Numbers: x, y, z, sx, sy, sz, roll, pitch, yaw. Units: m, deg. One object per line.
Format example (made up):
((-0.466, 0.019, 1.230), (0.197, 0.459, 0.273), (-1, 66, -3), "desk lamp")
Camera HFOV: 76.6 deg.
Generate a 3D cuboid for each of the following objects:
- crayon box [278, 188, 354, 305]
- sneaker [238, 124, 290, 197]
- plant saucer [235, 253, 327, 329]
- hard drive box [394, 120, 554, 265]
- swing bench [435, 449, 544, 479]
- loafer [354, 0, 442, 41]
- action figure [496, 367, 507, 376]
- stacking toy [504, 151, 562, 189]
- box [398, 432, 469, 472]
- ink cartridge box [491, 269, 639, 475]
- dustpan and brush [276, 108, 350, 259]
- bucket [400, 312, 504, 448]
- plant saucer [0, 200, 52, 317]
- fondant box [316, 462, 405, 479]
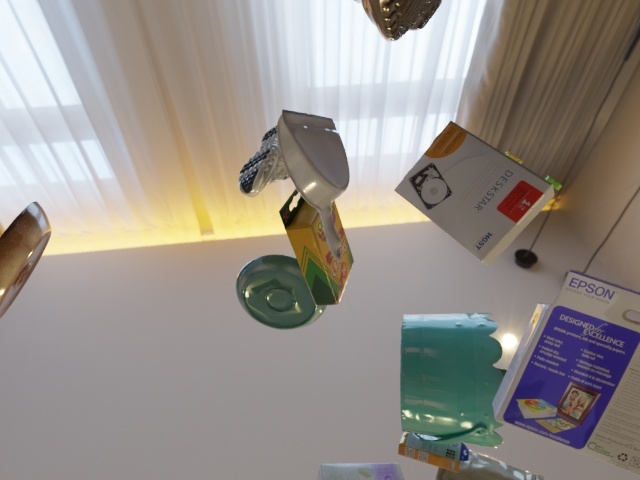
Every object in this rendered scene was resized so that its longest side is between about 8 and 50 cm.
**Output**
((0.000, 0.000, 1.142), (0.081, 0.318, 0.202), (-6, -146, 24), "crayon box")
((-0.115, -0.197, 1.049), (0.110, 0.118, 0.292), (-19, -147, 34), "sneaker")
((-0.132, 0.189, 1.347), (0.317, 0.317, 0.044), (3, -148, 5), "plant saucer")
((0.296, -0.094, 0.801), (0.232, 0.089, 0.181), (45, -75, 29), "hard drive box")
((0.435, 0.724, 1.077), (0.253, 0.254, 0.165), (9, -175, 28), "swing bench")
((0.079, -0.319, 0.464), (0.130, 0.134, 0.366), (37, -153, 0), "loafer")
((0.674, 0.512, 1.464), (0.232, 0.137, 0.063), (6, -166, -25), "action figure")
((0.594, -0.147, 1.224), (0.221, 0.167, 0.052), (27, -154, -13), "stacking toy")
((0.238, 0.437, 0.849), (0.136, 0.028, 0.081), (9, -173, 23), "box")
((0.341, 0.155, 0.473), (0.206, 0.208, 0.045), (20, -165, 7), "ink cartridge box")
((0.004, -0.077, 0.597), (0.147, 0.060, 0.211), (-16, -98, -56), "dustpan and brush")
((0.262, 0.279, 0.844), (0.183, 0.281, 0.281), (0, -136, 14), "bucket")
((-0.420, 0.041, 0.548), (0.036, 0.198, 0.198), (30, -142, -25), "plant saucer")
((0.097, 0.795, 1.169), (0.238, 0.330, 0.096), (5, -155, -9), "fondant box")
